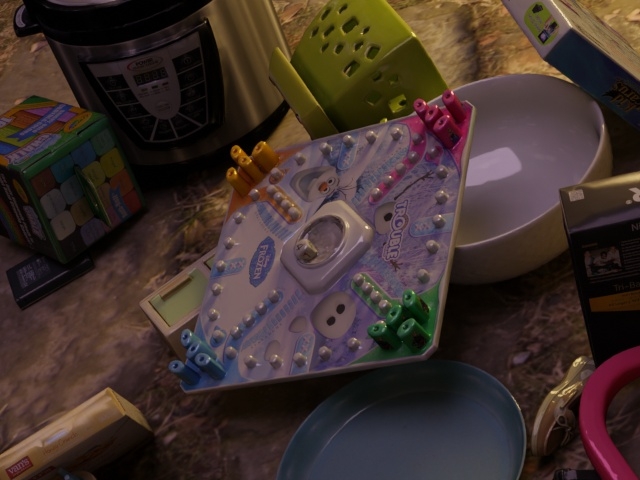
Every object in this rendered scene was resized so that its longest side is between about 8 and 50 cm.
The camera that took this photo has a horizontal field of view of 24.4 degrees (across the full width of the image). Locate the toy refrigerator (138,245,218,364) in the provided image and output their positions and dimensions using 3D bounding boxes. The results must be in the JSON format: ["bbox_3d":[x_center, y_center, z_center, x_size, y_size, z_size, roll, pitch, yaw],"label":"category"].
[{"bbox_3d":[-0.114,0.057,2.095,0.269,0.094,0.102,-36,39,-9],"label":"toy refrigerator"}]

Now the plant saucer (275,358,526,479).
[{"bbox_3d":[0.098,0.276,1.767,0.317,0.044,0.318,-16,40,14],"label":"plant saucer"}]

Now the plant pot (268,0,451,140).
[{"bbox_3d":[0.064,-0.217,2.197,0.207,0.228,0.227,-34,39,2],"label":"plant pot"}]

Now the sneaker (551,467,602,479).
[{"bbox_3d":[0.259,0.299,1.628,0.152,0.058,0.085,-21,45,3],"label":"sneaker"}]

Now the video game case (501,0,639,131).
[{"bbox_3d":[0.366,-0.262,2.028,0.061,0.269,0.244,-47,35,20],"label":"video game case"}]

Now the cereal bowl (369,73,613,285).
[{"bbox_3d":[0.233,-0.063,1.983,0.338,0.141,0.339,-16,40,14],"label":"cereal bowl"}]

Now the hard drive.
[{"bbox_3d":[-0.431,0.045,2.356,0.135,0.022,0.094,-30,38,-2],"label":"hard drive"}]

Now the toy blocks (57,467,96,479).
[{"bbox_3d":[-0.322,0.334,1.863,0.123,0.148,0.054,-16,52,15],"label":"toy blocks"}]

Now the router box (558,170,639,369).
[{"bbox_3d":[0.439,0.022,1.657,0.308,0.243,0.081,-12,41,9],"label":"router box"}]

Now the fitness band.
[{"bbox_3d":[0.405,0.224,1.588,0.209,0.054,0.291,-26,50,-8],"label":"fitness band"}]

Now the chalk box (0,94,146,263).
[{"bbox_3d":[-0.412,-0.096,2.347,0.179,0.180,0.289,-39,37,-29],"label":"chalk box"}]

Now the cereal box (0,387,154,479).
[{"bbox_3d":[-0.311,0.265,1.889,0.173,0.240,0.047,-32,78,-4],"label":"cereal box"}]

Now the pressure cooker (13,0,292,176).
[{"bbox_3d":[-0.264,-0.359,2.375,0.375,0.420,0.370,18,51,40],"label":"pressure cooker"}]

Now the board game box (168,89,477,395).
[{"bbox_3d":[0.000,0.000,1.929,0.390,0.050,0.390,-12,50,33],"label":"board game box"}]

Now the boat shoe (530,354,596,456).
[{"bbox_3d":[0.294,0.196,1.729,0.048,0.056,0.153,18,46,31],"label":"boat shoe"}]
